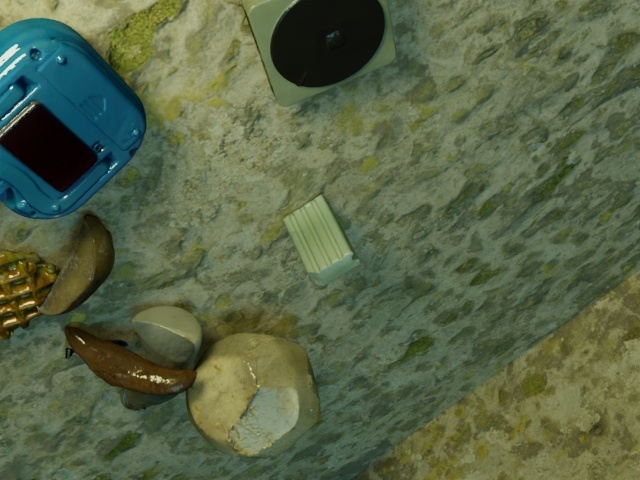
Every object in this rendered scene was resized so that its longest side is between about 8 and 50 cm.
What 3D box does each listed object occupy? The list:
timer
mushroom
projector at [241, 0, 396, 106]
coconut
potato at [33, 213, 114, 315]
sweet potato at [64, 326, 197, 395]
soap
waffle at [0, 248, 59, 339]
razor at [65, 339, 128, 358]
[{"bbox_3d":[-0.479,-0.198,1.428,0.309,0.115,0.340,-43,144,-2],"label":"timer"},{"bbox_3d":[-0.423,0.331,2.147,0.177,0.126,0.397,14,132,-7],"label":"mushroom"},{"bbox_3d":[0.003,-0.402,1.542,0.259,0.079,0.257,-24,143,-4],"label":"projector"},{"bbox_3d":[-0.171,0.420,2.237,0.346,0.346,0.360,-38,158,16],"label":"coconut"},{"bbox_3d":[-0.499,0.079,1.770,0.120,0.100,0.261,4,122,-56],"label":"potato"},{"bbox_3d":[-0.482,0.313,2.019,0.342,0.092,0.114,23,114,-7],"label":"sweet potato"},{"bbox_3d":[0.000,0.000,1.932,0.119,0.198,0.066,-33,142,9],"label":"soap"},{"bbox_3d":[-0.730,0.124,1.756,0.302,0.068,0.325,-44,139,22],"label":"waffle"},{"bbox_3d":[-0.565,0.266,2.060,0.155,0.028,0.044,-7,140,-23],"label":"razor"}]
